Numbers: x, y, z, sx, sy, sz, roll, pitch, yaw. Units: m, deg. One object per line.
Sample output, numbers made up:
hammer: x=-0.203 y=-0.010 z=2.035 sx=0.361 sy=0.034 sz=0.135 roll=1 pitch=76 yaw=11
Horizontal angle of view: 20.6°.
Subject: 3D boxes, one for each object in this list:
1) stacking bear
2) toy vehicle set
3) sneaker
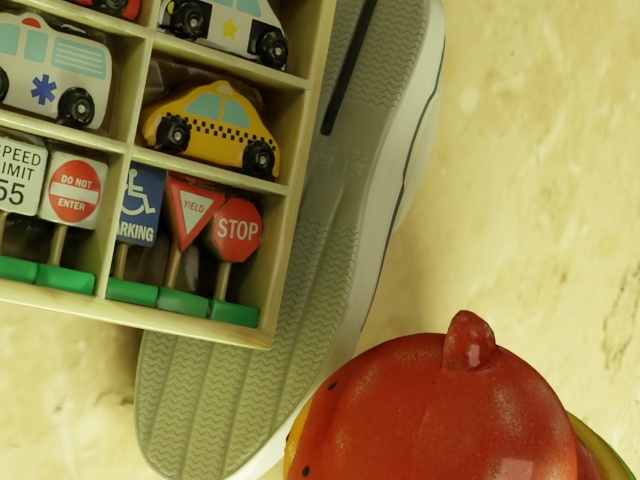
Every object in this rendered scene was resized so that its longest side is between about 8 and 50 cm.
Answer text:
stacking bear: x=0.067 y=0.132 z=0.782 sx=0.175 sy=0.164 sz=0.289 roll=-66 pitch=157 yaw=-20
toy vehicle set: x=-0.113 y=-0.059 z=0.662 sx=0.266 sy=0.035 sz=0.166 roll=14 pitch=84 yaw=-42
sneaker: x=0.000 y=0.000 z=0.804 sx=0.258 sy=0.094 sz=0.091 roll=-64 pitch=158 yaw=-10
